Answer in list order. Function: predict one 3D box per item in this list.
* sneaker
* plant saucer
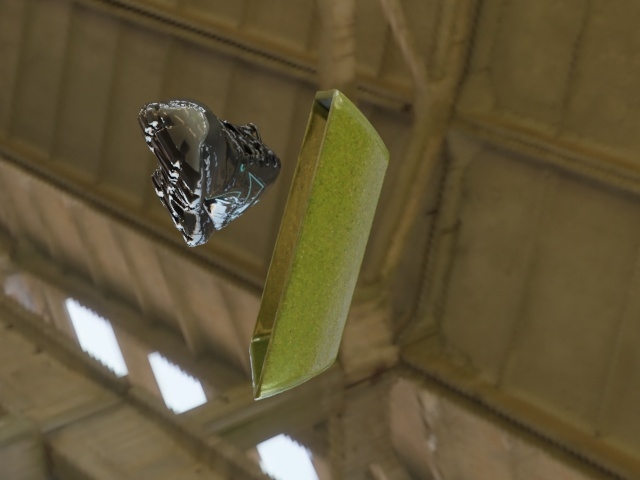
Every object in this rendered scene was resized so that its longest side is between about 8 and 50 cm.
[{"bbox_3d":[-0.094,-0.076,1.259,0.101,0.106,0.267,61,-10,8],"label":"sneaker"},{"bbox_3d":[0.000,0.000,0.918,0.188,0.045,0.188,-124,-132,-83],"label":"plant saucer"}]
